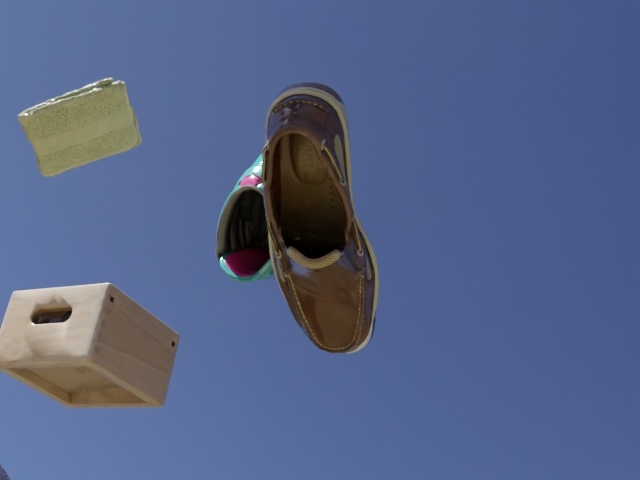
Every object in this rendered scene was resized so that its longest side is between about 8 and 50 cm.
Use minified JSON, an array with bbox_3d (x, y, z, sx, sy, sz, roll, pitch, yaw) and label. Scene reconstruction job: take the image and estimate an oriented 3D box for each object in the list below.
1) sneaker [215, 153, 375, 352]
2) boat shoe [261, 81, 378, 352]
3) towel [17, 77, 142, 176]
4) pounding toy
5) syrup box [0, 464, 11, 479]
[{"bbox_3d":[-0.035,0.033,1.223,0.123,0.178,0.296,-11,-76,38],"label":"sneaker"},{"bbox_3d":[-0.008,0.001,0.840,0.095,0.095,0.258,-7,-62,11],"label":"boat shoe"},{"bbox_3d":[-0.319,-0.150,1.314,0.148,0.027,0.110,-20,-53,-9],"label":"towel"},{"bbox_3d":[-0.276,0.089,0.980,0.181,0.094,0.206,-5,-31,27],"label":"pounding toy"},{"bbox_3d":[-0.321,0.223,0.663,0.236,0.093,0.096,-31,-84,19],"label":"syrup box"}]
